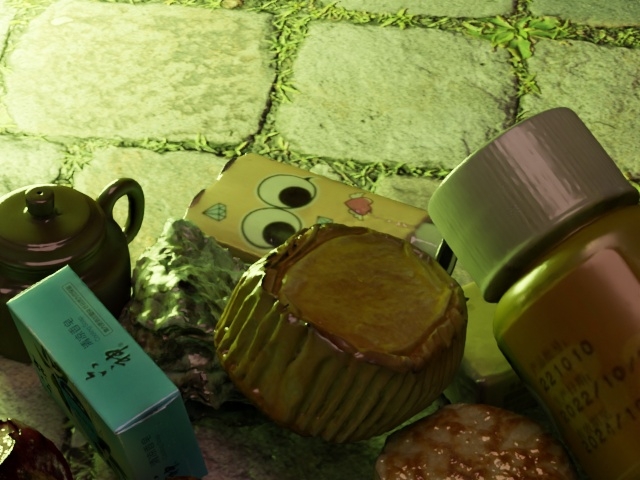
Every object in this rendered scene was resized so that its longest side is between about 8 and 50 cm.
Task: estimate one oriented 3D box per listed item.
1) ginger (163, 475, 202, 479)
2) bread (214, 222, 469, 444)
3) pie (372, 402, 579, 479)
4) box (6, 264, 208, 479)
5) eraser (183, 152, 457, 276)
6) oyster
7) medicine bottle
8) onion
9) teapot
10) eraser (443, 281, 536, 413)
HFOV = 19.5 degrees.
[{"bbox_3d":[-0.163,0.277,1.800,0.162,0.103,0.073,-1,43,2],"label":"ginger"},{"bbox_3d":[0.025,0.096,1.897,0.227,0.142,0.253,37,35,15],"label":"bread"},{"bbox_3d":[0.156,0.247,1.856,0.205,0.084,0.179,25,46,23],"label":"pie"},{"bbox_3d":[-0.218,0.151,1.906,0.083,0.142,0.232,-34,50,-18],"label":"box"},{"bbox_3d":[0.000,0.000,2.142,0.290,0.087,0.171,20,45,21],"label":"eraser"},{"bbox_3d":[-0.124,0.089,2.010,0.268,0.112,0.198,35,48,25],"label":"oyster"},{"bbox_3d":[0.287,0.070,1.869,0.224,0.224,0.384,-26,72,-28],"label":"medicine bottle"},{"bbox_3d":[-0.338,0.277,1.783,0.218,0.140,0.195,-25,29,29],"label":"onion"},{"bbox_3d":[-0.293,0.010,2.059,0.185,0.175,0.268,31,49,28],"label":"teapot"},{"bbox_3d":[0.274,0.082,2.059,0.343,0.078,0.144,-22,47,-25],"label":"eraser"}]
